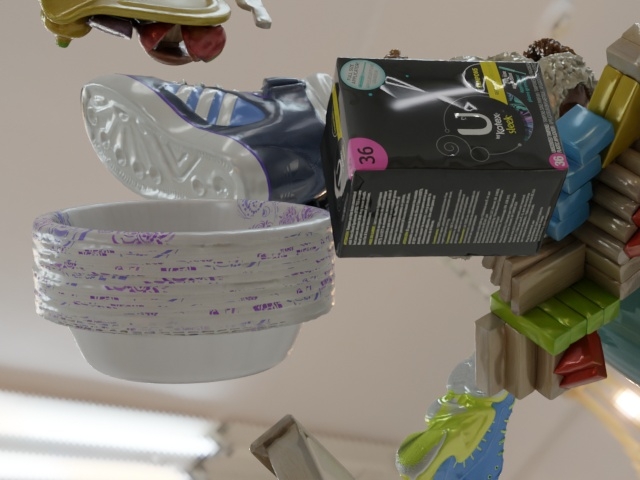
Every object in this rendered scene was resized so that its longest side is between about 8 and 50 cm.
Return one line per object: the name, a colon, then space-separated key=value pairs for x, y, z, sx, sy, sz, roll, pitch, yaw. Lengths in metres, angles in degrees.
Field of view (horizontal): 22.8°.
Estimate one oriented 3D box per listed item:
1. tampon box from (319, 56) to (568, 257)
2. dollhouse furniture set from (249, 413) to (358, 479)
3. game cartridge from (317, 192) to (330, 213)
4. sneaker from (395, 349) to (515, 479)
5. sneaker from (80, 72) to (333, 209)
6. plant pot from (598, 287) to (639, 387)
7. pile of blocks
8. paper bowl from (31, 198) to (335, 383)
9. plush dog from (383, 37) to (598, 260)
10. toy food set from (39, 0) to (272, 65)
tampon box: x=0.089 y=-0.063 z=1.202 sx=0.161 sy=0.120 sz=0.101 roll=0 pitch=-41 yaw=-10
dollhouse furniture set: x=-0.107 y=0.437 z=1.864 sx=0.394 sy=0.256 sz=0.362 roll=-40 pitch=-62 yaw=5
game cartridge: x=-0.034 y=-0.070 z=1.982 sx=0.297 sy=0.198 sz=0.062 roll=-42 pitch=-61 yaw=7
sneaker: x=0.203 y=0.236 z=2.030 sx=0.240 sy=0.091 sz=0.126 roll=-46 pitch=-59 yaw=-8
sneaker: x=-0.095 y=-0.131 z=1.819 sx=0.236 sy=0.322 sz=0.130 roll=-25 pitch=-53 yaw=-37
plant pot: x=0.369 y=0.022 z=1.609 sx=0.293 sy=0.235 sz=0.293 roll=-156 pitch=90 yaw=-86
pile of blocks: x=0.242 y=-0.002 z=1.389 sx=0.149 sy=0.112 sz=0.362 roll=-5 pitch=-60 yaw=-42
paper bowl: x=-0.126 y=0.045 z=1.493 sx=0.284 sy=0.284 sz=0.148 roll=-13 pitch=-76 yaw=-53
plush dog: x=0.182 y=-0.132 z=1.766 sx=0.262 sy=0.210 sz=0.225 roll=-55 pitch=-19 yaw=18
toy food set: x=-0.153 y=-0.187 z=1.401 sx=0.217 sy=0.128 sz=0.071 roll=5 pitch=-67 yaw=-22
